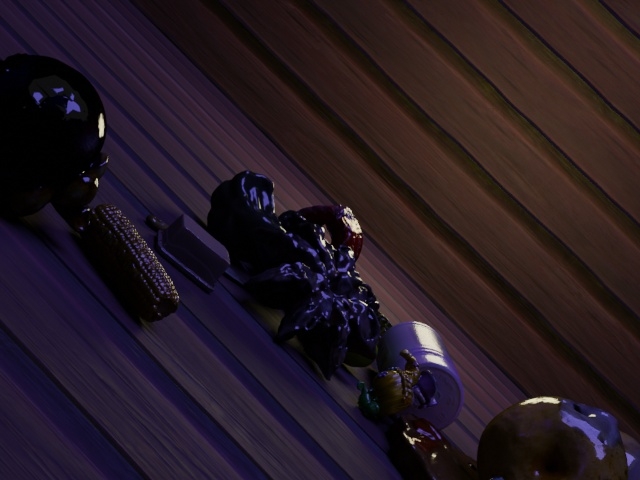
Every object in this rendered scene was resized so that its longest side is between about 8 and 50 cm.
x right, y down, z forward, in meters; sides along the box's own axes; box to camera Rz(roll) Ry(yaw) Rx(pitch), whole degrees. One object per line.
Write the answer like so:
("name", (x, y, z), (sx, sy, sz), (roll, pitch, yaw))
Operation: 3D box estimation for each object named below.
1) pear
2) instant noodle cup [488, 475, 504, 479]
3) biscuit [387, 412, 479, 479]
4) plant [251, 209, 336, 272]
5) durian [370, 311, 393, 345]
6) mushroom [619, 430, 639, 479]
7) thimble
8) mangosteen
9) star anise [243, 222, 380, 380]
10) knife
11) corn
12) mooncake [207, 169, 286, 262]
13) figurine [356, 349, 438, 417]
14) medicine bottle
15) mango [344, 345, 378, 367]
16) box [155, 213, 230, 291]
("pear", (0.392, 0.393, 1.690), (0.271, 0.271, 0.271), (43, 8, -8))
("instant noodle cup", (0.255, 0.435, 1.367), (0.153, 0.205, 0.205), (38, 4, 31))
("biscuit", (0.257, 0.447, 1.745), (0.359, 0.074, 0.381), (48, 12, 8))
("plant", (-0.051, 0.033, 2.031), (0.164, 0.142, 0.256), (45, 4, -2))
("durian", (0.092, 0.198, 2.224), (0.215, 0.086, 0.100), (43, -26, -30))
("mushroom", (0.649, 0.599, 2.391), (0.297, 0.297, 0.290), (-6, 87, -80))
("thimble", (-0.004, 0.006, 2.253), (0.163, 0.189, 0.125), (71, 16, 10))
("mangosteen", (-0.349, -0.117, 1.239), (0.194, 0.194, 0.230), (-116, -175, -68))
("star anise", (-0.002, 0.094, 1.805), (0.332, 0.117, 0.331), (37, 34, -30))
("knife", (-0.200, 0.027, 1.755), (0.298, 0.017, 0.047), (37, 5, -40))
("corn", (-0.255, 0.025, 1.313), (0.207, 0.068, 0.068), (48, 9, 27))
("mooncake", (-0.139, -0.047, 1.919), (0.175, 0.168, 0.104), (31, -3, 43))
("figurine", (0.130, 0.262, 1.809), (0.156, 0.095, 0.115), (-9, 69, -26))
("medicine bottle", (0.196, 0.271, 2.001), (0.152, 0.152, 0.254), (43, 9, -10))
("mango", (0.043, 0.177, 1.940), (0.163, 0.089, 0.117), (47, 14, 19))
("box", (-0.205, 0.017, 1.621), (0.122, 0.062, 0.089), (41, 9, -19))
